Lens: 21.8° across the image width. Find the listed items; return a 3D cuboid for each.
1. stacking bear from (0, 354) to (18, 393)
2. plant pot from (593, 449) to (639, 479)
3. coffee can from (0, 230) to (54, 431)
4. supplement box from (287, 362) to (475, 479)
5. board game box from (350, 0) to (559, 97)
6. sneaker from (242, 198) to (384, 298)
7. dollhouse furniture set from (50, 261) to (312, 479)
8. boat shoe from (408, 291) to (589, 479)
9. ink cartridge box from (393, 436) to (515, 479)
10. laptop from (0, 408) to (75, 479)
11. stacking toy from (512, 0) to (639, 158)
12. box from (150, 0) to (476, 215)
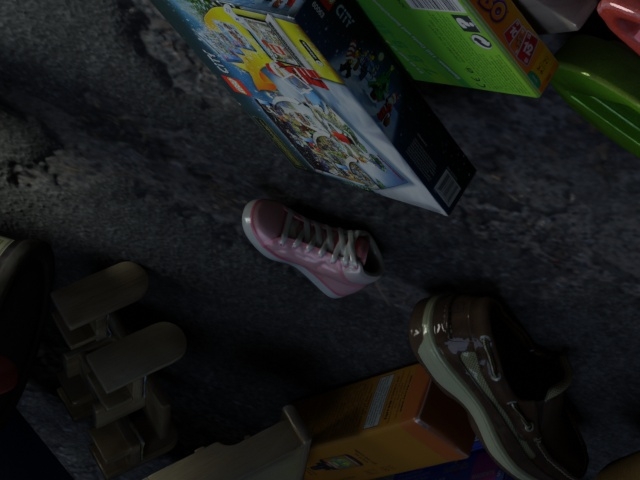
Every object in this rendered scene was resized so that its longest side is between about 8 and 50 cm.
[{"bbox_3d":[-0.347,-0.017,1.377,0.175,0.289,0.164,3,-175,7],"label":"stacking bear"},{"bbox_3d":[0.403,0.243,1.437,0.237,0.237,0.254,33,131,-22],"label":"plant pot"},{"bbox_3d":[-0.417,0.059,1.575,0.275,0.202,0.201,16,148,5],"label":"coffee can"},{"bbox_3d":[0.052,0.185,1.642,0.078,0.080,0.233,38,142,-26],"label":"supplement box"},{"bbox_3d":[0.029,-0.156,1.100,0.259,0.039,0.124,12,153,49],"label":"board game box"},{"bbox_3d":[0.000,0.000,1.410,0.070,0.051,0.134,-18,136,42],"label":"sneaker"},{"bbox_3d":[-0.140,0.154,1.625,0.242,0.161,0.212,56,158,24],"label":"dollhouse furniture set"},{"bbox_3d":[0.184,0.140,1.489,0.095,0.095,0.257,-16,134,35],"label":"boat shoe"},{"bbox_3d":[0.206,0.293,1.744,0.311,0.065,0.185,37,144,-24],"label":"ink cartridge box"},{"bbox_3d":[-0.191,0.266,1.696,0.407,0.382,0.236,0,110,-5],"label":"laptop"},{"bbox_3d":[0.263,-0.120,1.029,0.279,0.130,0.309,34,176,37],"label":"stacking toy"},{"bbox_3d":[-0.007,-0.114,1.162,0.159,0.044,0.233,20,161,41],"label":"box"}]
